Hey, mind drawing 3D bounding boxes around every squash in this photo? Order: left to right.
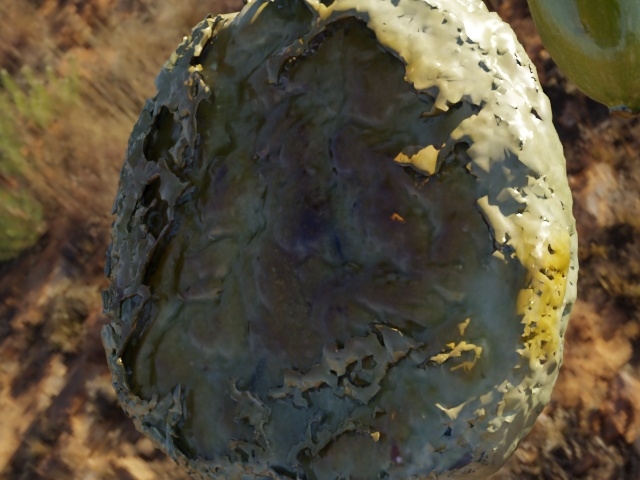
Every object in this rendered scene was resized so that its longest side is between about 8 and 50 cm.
[{"bbox_3d":[0.178,-0.168,0.781,0.123,0.123,0.187,-13,89,34],"label":"squash"}]

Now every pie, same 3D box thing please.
[{"bbox_3d":[0.000,0.000,0.608,0.274,0.055,0.274,-4,82,32],"label":"pie"}]
